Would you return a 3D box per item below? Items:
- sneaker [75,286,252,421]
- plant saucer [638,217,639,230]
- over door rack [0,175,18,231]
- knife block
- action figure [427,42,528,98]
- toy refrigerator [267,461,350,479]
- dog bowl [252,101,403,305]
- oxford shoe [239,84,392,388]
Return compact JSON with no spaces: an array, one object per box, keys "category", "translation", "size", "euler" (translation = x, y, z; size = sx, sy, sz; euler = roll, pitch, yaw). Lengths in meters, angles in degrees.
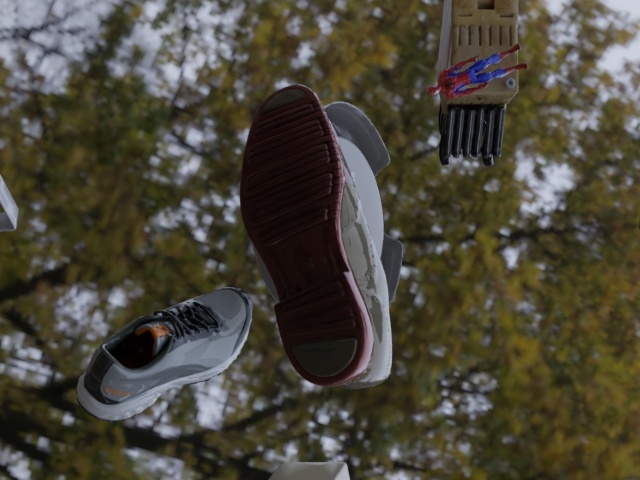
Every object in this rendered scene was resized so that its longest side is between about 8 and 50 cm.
[{"category":"sneaker","translation":[-0.181,0.127,1.685],"size":[0.100,0.271,0.108],"euler":[41,-43,20]},{"category":"plant saucer","translation":[0.417,-0.026,1.588],"size":[0.083,0.015,0.083],"euler":[-11,-133,12]},{"category":"over door rack","translation":[-0.406,0.035,1.025],"size":[0.108,0.324,0.240],"euler":[99,-9,-54]},{"category":"knife block","translation":[0.207,-0.244,1.851],"size":[0.242,0.088,0.276],"euler":[125,-35,-85]},{"category":"action figure","translation":[0.173,-0.186,1.504],"size":[0.115,0.038,0.030],"euler":[-22,-173,-3]},{"category":"toy refrigerator","translation":[-0.047,0.396,1.769],"size":[0.102,0.269,0.094],"euler":[-4,-73,22]},{"category":"dog bowl","translation":[0.009,-0.033,2.066],"size":[0.102,0.349,0.349],"euler":[-6,-116,28]},{"category":"oxford shoe","translation":[0.000,0.000,1.475],"size":[0.123,0.130,0.348],"euler":[-17,-111,23]}]
